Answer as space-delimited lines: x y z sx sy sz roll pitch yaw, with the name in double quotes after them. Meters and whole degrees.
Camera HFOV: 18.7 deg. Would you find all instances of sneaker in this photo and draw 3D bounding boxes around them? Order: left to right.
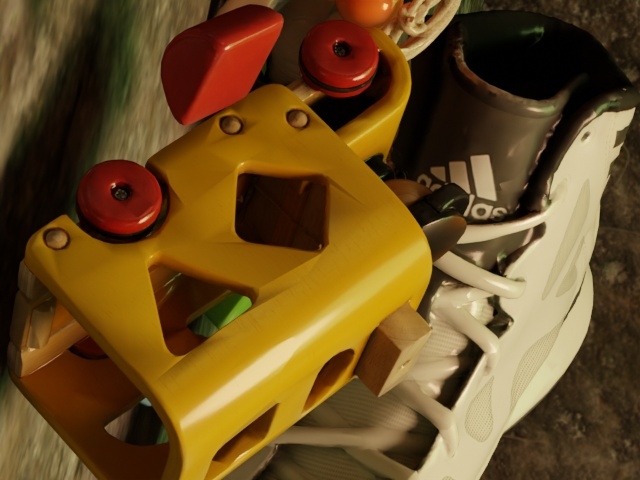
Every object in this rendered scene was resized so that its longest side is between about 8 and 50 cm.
0.015 0.049 0.887 0.257 0.169 0.447 94 22 -47 "sneaker"

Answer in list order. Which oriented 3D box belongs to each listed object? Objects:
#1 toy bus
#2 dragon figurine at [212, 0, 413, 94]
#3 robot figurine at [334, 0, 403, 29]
-0.010 0.009 0.674 0.202 0.104 0.191 -48 164 16 "toy bus"
0.012 -0.149 0.943 0.144 0.085 0.289 -47 153 -80 "dragon figurine"
0.012 -0.172 0.747 0.128 0.158 0.219 -29 -160 28 "robot figurine"
